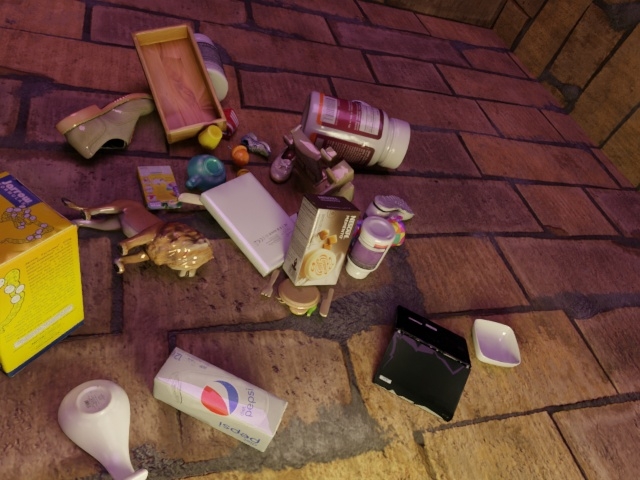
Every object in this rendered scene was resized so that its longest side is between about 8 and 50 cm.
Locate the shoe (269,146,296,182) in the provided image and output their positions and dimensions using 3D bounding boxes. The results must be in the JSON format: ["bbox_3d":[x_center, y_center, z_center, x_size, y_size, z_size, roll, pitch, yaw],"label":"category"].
[{"bbox_3d":[-0.127,-0.289,1.750,0.076,0.058,0.219,22,45,-2],"label":"shoe"}]

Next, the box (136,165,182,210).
[{"bbox_3d":[-0.492,-0.155,1.485,0.105,0.043,0.179,-6,50,-28],"label":"box"}]

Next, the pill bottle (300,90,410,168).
[{"bbox_3d":[0.124,-0.410,1.850,0.392,0.224,0.224,13,46,-12],"label":"pill bottle"}]

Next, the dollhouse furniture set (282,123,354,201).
[{"bbox_3d":[-0.070,-0.234,1.547,0.174,0.303,0.355,-37,75,-9],"label":"dollhouse furniture set"}]

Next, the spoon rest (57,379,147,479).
[{"bbox_3d":[-0.436,0.395,0.989,0.137,0.084,0.276,-18,45,-36],"label":"spoon rest"}]

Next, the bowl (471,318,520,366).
[{"bbox_3d":[0.522,0.317,1.466,0.142,0.053,0.142,14,45,-10],"label":"bowl"}]

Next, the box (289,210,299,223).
[{"bbox_3d":[-0.044,-0.066,1.602,0.081,0.028,0.136,41,44,16],"label":"box"}]

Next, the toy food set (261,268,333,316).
[{"bbox_3d":[-0.064,0.157,1.387,0.192,0.038,0.132,20,38,3],"label":"toy food set"}]

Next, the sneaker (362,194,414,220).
[{"bbox_3d":[0.241,-0.099,1.718,0.235,0.095,0.090,5,40,-46],"label":"sneaker"}]

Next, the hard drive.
[{"bbox_3d":[-0.195,-0.057,1.483,0.307,0.040,0.203,49,49,9],"label":"hard drive"}]

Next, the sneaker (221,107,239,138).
[{"bbox_3d":[-0.403,-0.463,1.794,0.221,0.087,0.128,35,36,-7],"label":"sneaker"}]

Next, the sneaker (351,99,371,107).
[{"bbox_3d":[0.158,-0.504,2.041,0.153,0.094,0.235,-14,66,-42],"label":"sneaker"}]

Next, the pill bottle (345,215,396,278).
[{"bbox_3d":[0.144,0.027,1.475,0.108,0.193,0.108,12,45,-12],"label":"pill bottle"}]

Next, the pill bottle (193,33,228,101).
[{"bbox_3d":[-0.459,-0.671,1.891,0.161,0.161,0.283,-1,50,-23],"label":"pill bottle"}]

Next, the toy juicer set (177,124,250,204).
[{"bbox_3d":[-0.333,-0.202,1.582,0.209,0.089,0.329,28,54,-26],"label":"toy juicer set"}]

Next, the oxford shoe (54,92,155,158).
[{"bbox_3d":[-0.666,-0.374,1.582,0.146,0.140,0.397,61,35,-16],"label":"oxford shoe"}]

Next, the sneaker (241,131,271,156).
[{"bbox_3d":[-0.236,-0.337,1.763,0.135,0.052,0.058,38,56,23],"label":"sneaker"}]

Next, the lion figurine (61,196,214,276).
[{"bbox_3d":[-0.488,-0.034,1.311,0.392,0.142,0.240,39,39,20],"label":"lion figurine"}]

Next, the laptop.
[{"bbox_3d":[0.290,0.336,1.380,0.234,0.137,0.264,27,19,2],"label":"laptop"}]

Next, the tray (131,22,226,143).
[{"bbox_3d":[-0.488,-0.547,1.677,0.202,0.076,0.411,-18,77,-17],"label":"tray"}]

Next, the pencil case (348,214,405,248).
[{"bbox_3d":[0.167,-0.026,1.602,0.236,0.104,0.104,-7,52,-28],"label":"pencil case"}]

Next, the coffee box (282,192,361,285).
[{"bbox_3d":[0.000,0.000,1.382,0.141,0.246,0.098,2,29,-32],"label":"coffee box"}]

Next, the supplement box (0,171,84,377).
[{"bbox_3d":[-0.634,0.078,0.987,0.194,0.356,0.195,35,45,11],"label":"supplement box"}]

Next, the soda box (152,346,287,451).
[{"bbox_3d":[-0.226,0.355,1.087,0.286,0.098,0.091,26,45,1],"label":"soda box"}]
